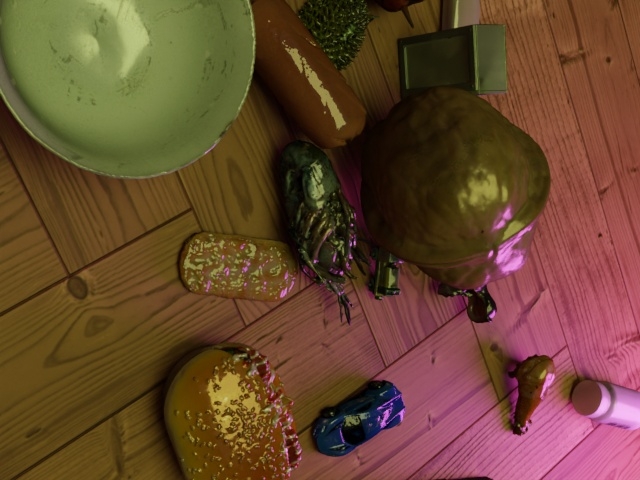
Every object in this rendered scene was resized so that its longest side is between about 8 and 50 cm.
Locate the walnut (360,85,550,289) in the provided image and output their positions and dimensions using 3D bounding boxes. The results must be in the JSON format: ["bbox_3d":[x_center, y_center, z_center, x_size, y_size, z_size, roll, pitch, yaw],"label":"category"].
[{"bbox_3d":[0.246,-0.100,1.707,0.381,0.381,0.381,-3,96,-34],"label":"walnut"}]

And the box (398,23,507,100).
[{"bbox_3d":[0.257,-0.345,1.808,0.086,0.225,0.129,-8,98,-34],"label":"box"}]

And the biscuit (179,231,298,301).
[{"bbox_3d":[-0.145,0.050,1.683,0.247,0.029,0.118,8,90,-34],"label":"biscuit"}]

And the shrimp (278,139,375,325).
[{"bbox_3d":[-0.001,-0.002,1.704,0.172,0.137,0.372,-30,101,-46],"label":"shrimp"}]

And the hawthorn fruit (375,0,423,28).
[{"bbox_3d":[0.162,-0.537,1.745,0.211,0.210,0.262,2,99,-35],"label":"hawthorn fruit"}]

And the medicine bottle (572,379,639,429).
[{"bbox_3d":[0.709,0.401,2.252,0.187,0.103,0.102,18,83,-34],"label":"medicine bottle"}]

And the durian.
[{"bbox_3d":[0.028,-0.397,1.730,0.137,0.095,0.220,48,63,-28],"label":"durian"}]

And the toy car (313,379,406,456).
[{"bbox_3d":[0.082,0.360,1.843,0.216,0.063,0.103,-26,108,-31],"label":"toy car"}]

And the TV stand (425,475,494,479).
[{"bbox_3d":[0.276,0.548,2.005,0.256,0.040,0.049,6,90,-34],"label":"TV stand"}]

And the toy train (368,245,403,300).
[{"bbox_3d":[0.133,0.061,1.845,0.050,0.081,0.122,4,91,-28],"label":"toy train"}]

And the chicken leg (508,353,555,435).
[{"bbox_3d":[0.473,0.350,2.104,0.085,0.101,0.207,-4,116,-30],"label":"chicken leg"}]

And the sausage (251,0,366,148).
[{"bbox_3d":[-0.037,-0.297,1.644,0.121,0.121,0.304,-42,100,-25],"label":"sausage"}]

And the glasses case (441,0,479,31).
[{"bbox_3d":[0.294,-0.462,1.929,0.081,0.051,0.204,2,93,-34],"label":"glasses case"}]

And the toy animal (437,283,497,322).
[{"bbox_3d":[0.314,0.000,1.949,0.168,0.106,0.343,10,89,-26],"label":"toy animal"}]

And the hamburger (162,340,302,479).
[{"bbox_3d":[-0.159,0.324,1.628,0.227,0.151,0.295,-26,110,-27],"label":"hamburger"}]

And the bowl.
[{"bbox_3d":[-0.332,-0.314,1.425,0.435,0.196,0.434,-4,97,-34],"label":"bowl"}]
